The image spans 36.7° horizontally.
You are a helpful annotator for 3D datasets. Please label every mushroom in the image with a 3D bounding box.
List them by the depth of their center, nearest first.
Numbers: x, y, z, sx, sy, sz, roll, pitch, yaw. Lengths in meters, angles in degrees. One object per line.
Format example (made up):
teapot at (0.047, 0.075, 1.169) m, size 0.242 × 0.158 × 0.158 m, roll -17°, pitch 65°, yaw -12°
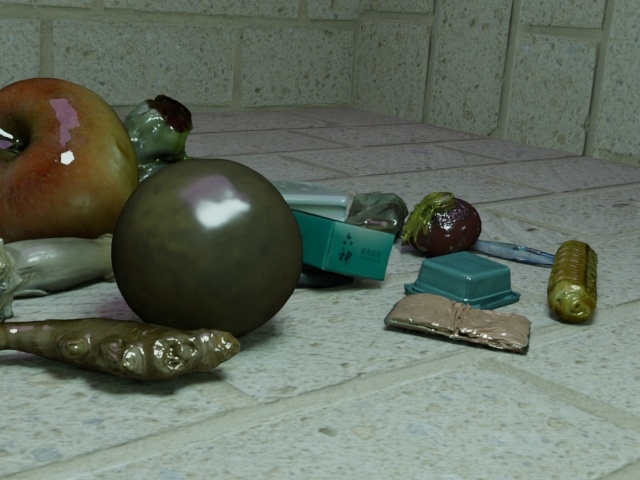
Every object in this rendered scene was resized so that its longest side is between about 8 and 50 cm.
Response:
mushroom at (-0.446, 0.040, 1.623) m, size 0.247 × 0.108 × 0.096 m, roll -11°, pitch 61°, yaw -39°

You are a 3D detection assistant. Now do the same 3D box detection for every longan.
longan at (-0.170, 0.018, 1.440) m, size 0.297 × 0.297 × 0.297 m, roll 4°, pitch 14°, yaw -1°

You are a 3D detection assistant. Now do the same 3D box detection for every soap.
soap at (-0.099, -0.078, 2.163) m, size 0.289 × 0.095 × 0.173 m, roll 1°, pitch 16°, yaw -13°

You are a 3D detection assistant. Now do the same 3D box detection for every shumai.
shumai at (-0.420, -0.214, 2.274) m, size 0.304 × 0.263 × 0.309 m, roll 9°, pitch 15°, yaw 10°

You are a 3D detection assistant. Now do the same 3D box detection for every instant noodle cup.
instant noodle cup at (0.261, 0.072, 1.746) m, size 0.157 × 0.070 × 0.179 m, roll 20°, pitch 20°, yaw 42°

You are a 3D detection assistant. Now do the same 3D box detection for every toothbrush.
toothbrush at (0.322, 0.006, 2.075) m, size 0.413 × 0.035 × 0.042 m, roll 13°, pitch 6°, yaw 30°

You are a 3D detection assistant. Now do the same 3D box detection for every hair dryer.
hair dryer at (-0.034, 0.072, 1.717) m, size 0.194 × 0.050 × 0.173 m, roll 6°, pitch 16°, yaw -4°

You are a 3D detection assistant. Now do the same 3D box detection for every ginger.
ginger at (-0.277, 0.145, 1.307) m, size 0.333 × 0.080 × 0.166 m, roll 1°, pitch -2°, yaw 14°

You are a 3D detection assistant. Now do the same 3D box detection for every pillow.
pillow at (0.225, 0.132, 1.560) m, size 0.232 × 0.043 × 0.126 m, roll 11°, pitch 21°, yaw 16°

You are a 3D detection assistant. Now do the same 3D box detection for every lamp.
lamp at (0.255, -0.039, 2.007) m, size 0.156 × 0.135 × 0.157 m, roll 5°, pitch 28°, yaw 25°

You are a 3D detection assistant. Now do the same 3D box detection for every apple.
apple at (-0.500, -0.120, 1.781) m, size 0.338 × 0.338 × 0.305 m, roll 9°, pitch -24°, yaw 17°

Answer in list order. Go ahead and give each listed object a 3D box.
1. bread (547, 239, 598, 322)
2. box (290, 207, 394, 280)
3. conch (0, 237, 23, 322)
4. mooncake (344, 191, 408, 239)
bread at (0.471, 0.070, 1.789) m, size 0.077 × 0.084 × 0.367 m, roll -33°, pitch 3°, yaw 22°
box at (0.000, 0.000, 1.803) m, size 0.153 × 0.092 × 0.245 m, roll 13°, pitch 2°, yaw -39°
conch at (-0.522, 0.083, 1.331) m, size 0.245 × 0.163 × 0.178 m, roll -21°, pitch -19°, yaw 33°
mooncake at (0.123, -0.044, 2.113) m, size 0.130 × 0.073 × 0.125 m, roll -1°, pitch 38°, yaw 21°
